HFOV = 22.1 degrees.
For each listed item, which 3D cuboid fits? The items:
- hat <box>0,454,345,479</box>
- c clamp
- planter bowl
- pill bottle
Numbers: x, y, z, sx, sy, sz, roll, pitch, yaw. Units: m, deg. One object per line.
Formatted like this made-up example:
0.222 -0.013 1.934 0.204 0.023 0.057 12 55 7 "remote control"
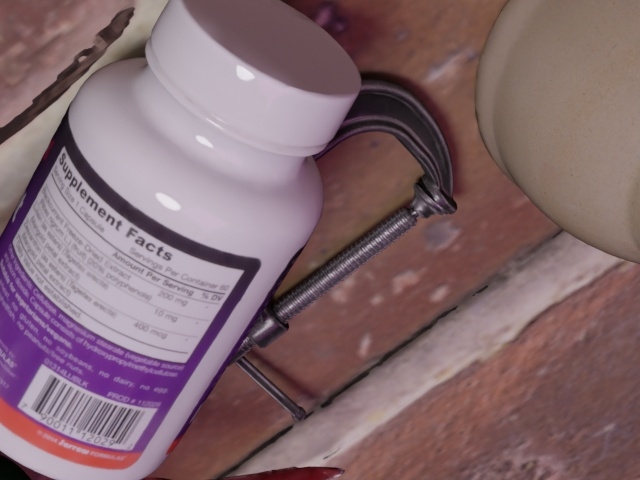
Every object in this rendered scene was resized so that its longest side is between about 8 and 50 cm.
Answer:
-0.141 0.094 0.695 0.183 0.173 0.208 -56 137 -26 "hat"
0.000 0.000 0.747 0.160 0.022 0.137 -42 126 16 "c clamp"
0.162 -0.051 0.707 0.162 0.109 0.162 -12 131 -14 "planter bowl"
-0.065 -0.004 0.652 0.108 0.108 0.193 16 121 -32 "pill bottle"
